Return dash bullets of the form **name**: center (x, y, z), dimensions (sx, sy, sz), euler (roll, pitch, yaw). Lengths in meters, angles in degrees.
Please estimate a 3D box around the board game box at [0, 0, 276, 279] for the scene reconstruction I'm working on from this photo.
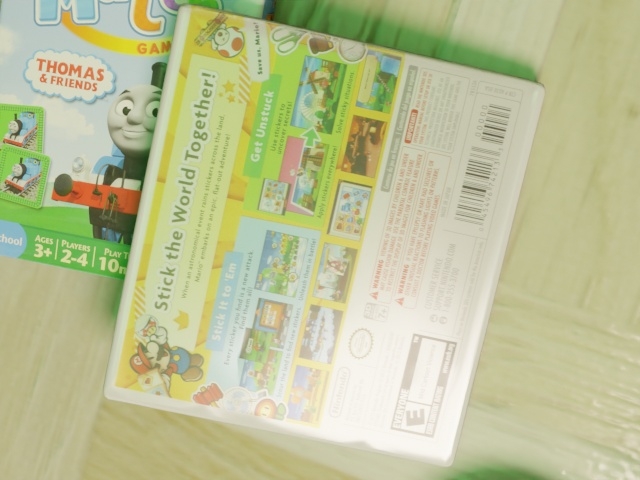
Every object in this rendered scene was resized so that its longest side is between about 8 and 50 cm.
- **board game box**: center (-0.115, -0.084, 0.700), dimensions (0.160, 0.039, 0.211), euler (10, 97, 11)

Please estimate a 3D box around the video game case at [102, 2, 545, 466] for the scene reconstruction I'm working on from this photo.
- **video game case**: center (0.000, 0.000, 0.668), dimensions (0.206, 0.026, 0.227), euler (12, 99, -4)
